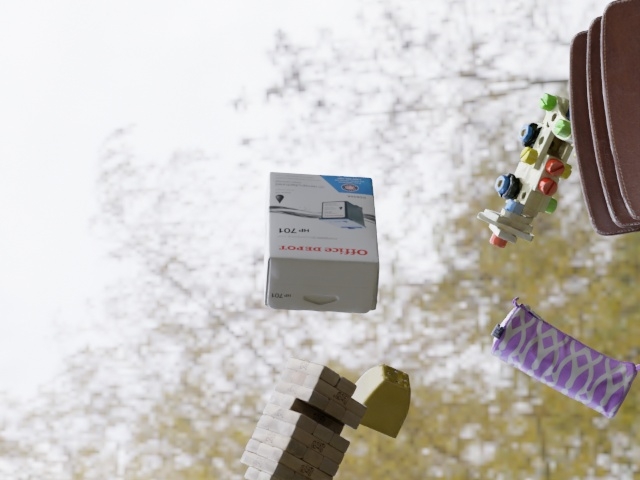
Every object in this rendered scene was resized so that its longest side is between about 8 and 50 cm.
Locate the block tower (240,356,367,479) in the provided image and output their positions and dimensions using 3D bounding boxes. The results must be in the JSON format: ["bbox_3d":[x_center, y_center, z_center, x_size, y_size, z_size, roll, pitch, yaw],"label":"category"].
[{"bbox_3d":[-0.058,0.321,1.908,0.091,0.097,0.335,33,-103,-28],"label":"block tower"}]

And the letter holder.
[{"bbox_3d":[0.434,-0.169,2.062,0.152,0.214,0.302,9,-106,-65],"label":"letter holder"}]

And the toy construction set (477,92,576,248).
[{"bbox_3d":[0.400,-0.123,2.625,0.151,0.215,0.328,35,-87,-24],"label":"toy construction set"}]

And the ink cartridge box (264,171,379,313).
[{"bbox_3d":[0.000,0.000,1.881,0.191,0.139,0.082,-93,7,-56],"label":"ink cartridge box"}]

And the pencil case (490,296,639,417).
[{"bbox_3d":[0.331,0.160,2.041,0.088,0.206,0.086,-61,-5,7],"label":"pencil case"}]

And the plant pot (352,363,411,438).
[{"bbox_3d":[0.100,0.243,2.350,0.083,0.081,0.081,-59,16,25],"label":"plant pot"}]
